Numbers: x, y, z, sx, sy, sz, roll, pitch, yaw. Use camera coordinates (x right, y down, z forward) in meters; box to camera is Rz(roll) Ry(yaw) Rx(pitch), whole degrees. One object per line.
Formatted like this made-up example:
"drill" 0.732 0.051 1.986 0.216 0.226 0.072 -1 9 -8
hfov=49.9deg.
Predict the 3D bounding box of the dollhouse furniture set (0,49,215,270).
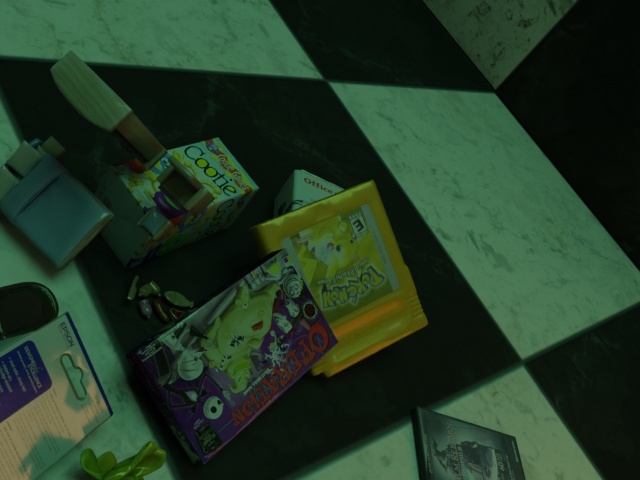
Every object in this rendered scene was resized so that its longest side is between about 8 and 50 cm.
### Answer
"dollhouse furniture set" -0.385 -0.077 1.073 0.286 0.303 0.198 44 -5 10

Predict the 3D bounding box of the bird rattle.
"bird rattle" -0.275 0.388 0.888 0.207 0.143 0.253 51 38 -14

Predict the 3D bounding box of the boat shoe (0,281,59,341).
"boat shoe" -0.521 0.135 0.941 0.307 0.104 0.111 -2 64 -44

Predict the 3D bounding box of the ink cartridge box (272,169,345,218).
"ink cartridge box" 0.000 0.000 1.506 0.197 0.114 0.273 23 42 -21

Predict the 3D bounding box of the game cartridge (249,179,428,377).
"game cartridge" 0.044 0.074 1.357 0.285 0.052 0.324 -23 93 -26

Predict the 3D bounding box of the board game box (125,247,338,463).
"board game box" -0.133 0.182 1.162 0.347 0.056 0.208 -37 105 -40

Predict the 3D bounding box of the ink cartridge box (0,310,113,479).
"ink cartridge box" -0.438 0.251 0.858 0.371 0.069 0.176 -37 115 -50

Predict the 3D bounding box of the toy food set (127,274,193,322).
"toy food set" -0.288 0.115 1.227 0.122 0.019 0.078 33 38 -23

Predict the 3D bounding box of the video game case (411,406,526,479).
"video game case" 0.310 0.460 1.396 0.274 0.026 0.196 23 41 -24

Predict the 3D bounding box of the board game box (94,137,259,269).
"board game box" -0.278 -0.077 1.318 0.142 0.144 0.275 50 39 10
